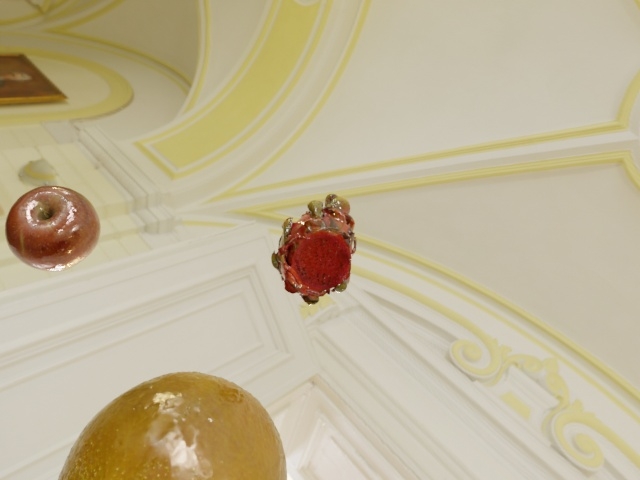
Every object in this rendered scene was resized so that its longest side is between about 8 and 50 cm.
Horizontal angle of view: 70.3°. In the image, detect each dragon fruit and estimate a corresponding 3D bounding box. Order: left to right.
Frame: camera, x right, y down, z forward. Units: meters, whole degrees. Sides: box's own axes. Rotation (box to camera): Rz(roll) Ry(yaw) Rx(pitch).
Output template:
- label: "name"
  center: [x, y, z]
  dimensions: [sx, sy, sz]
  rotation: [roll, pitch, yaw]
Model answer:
- label: "dragon fruit"
  center: [0.000, 0.000, 0.764]
  dimensions: [0.150, 0.207, 0.133]
  rotation: [-13, -45, 41]

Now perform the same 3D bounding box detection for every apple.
- label: "apple"
  center: [-0.626, -0.023, 1.076]
  dimensions: [0.201, 0.201, 0.162]
  rotation: [52, -25, 20]

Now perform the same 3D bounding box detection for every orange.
- label: "orange"
  center: [-0.173, 0.297, 0.541]
  dimensions: [0.274, 0.274, 0.273]
  rotation: [20, -61, 41]
